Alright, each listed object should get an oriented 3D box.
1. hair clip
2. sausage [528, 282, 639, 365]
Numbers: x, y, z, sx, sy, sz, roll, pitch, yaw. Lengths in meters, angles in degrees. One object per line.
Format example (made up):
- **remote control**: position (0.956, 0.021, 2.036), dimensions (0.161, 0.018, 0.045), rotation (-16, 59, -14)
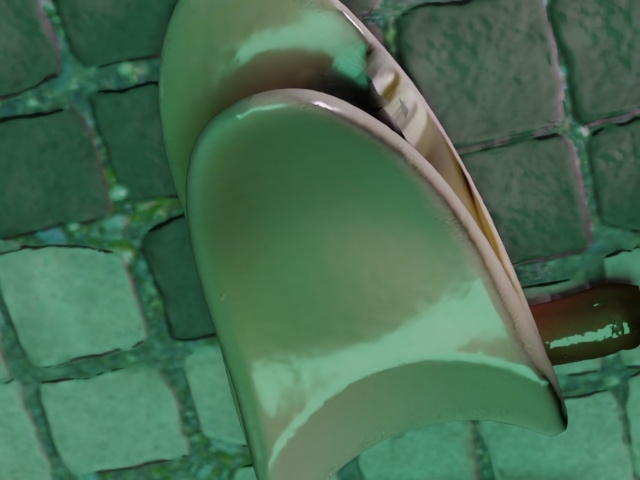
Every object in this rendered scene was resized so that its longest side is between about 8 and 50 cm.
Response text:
- **hair clip**: position (0.001, -0.005, 0.853), dimensions (0.173, 0.113, 0.282), rotation (-21, 121, 9)
- **sausage**: position (0.098, 0.053, 0.916), dimensions (0.177, 0.040, 0.047), rotation (-8, 118, 3)
